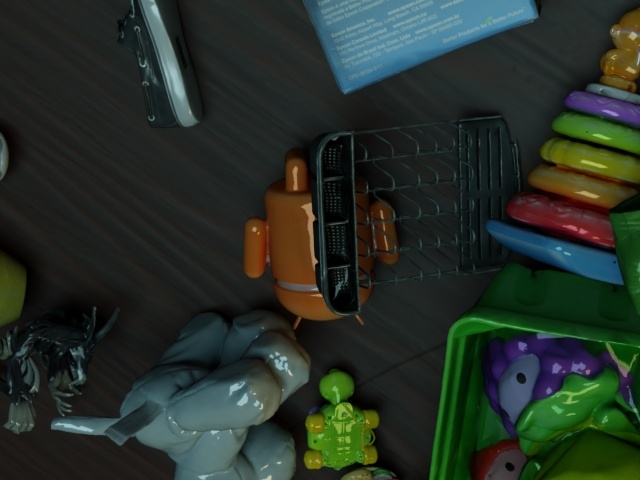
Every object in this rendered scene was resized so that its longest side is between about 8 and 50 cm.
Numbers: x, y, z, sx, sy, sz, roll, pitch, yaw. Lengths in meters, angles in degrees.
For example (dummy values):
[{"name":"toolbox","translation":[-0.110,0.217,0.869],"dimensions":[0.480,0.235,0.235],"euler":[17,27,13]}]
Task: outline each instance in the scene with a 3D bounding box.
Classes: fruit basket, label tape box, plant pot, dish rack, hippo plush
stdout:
[{"name":"fruit basket","translation":[0.259,0.256,1.670],"dimensions":[0.283,0.392,0.392],"euler":[10,109,9]},{"name":"label tape box","translation":[0.076,-0.363,1.692],"dimensions":[0.241,0.106,0.333],"euler":[-19,102,16]},{"name":"plant pot","translation":[-0.426,0.061,1.935],"dimensions":[0.095,0.134,0.134],"euler":[9,111,-18]},{"name":"dish rack","translation":[0.114,-0.038,1.740],"dimensions":[0.271,0.074,0.208],"euler":[-8,106,-21]},{"name":"hippo plush","translation":[-0.111,0.246,1.843],"dimensions":[0.234,0.294,0.236],"euler":[3,121,43]}]

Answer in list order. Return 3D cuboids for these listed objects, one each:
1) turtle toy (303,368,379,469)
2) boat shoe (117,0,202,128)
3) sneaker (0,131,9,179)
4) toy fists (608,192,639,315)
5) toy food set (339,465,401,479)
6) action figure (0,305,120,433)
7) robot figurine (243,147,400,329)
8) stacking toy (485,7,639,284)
[{"name":"turtle toy","translation":[0.022,0.226,1.906],"dimensions":[0.095,0.066,0.130],"euler":[-2,108,-14]},{"name":"boat shoe","translation":[-0.205,-0.239,1.814],"dimensions":[0.076,0.080,0.228],"euler":[-11,112,14]},{"name":"sneaker","translation":[-0.527,-0.100,1.902],"dimensions":[0.281,0.115,0.105],"euler":[3,107,12]},{"name":"toy fists","translation":[0.425,-0.002,1.653],"dimensions":[0.096,0.279,0.142],"euler":[-5,105,48]},{"name":"toy food set","translation":[0.060,0.312,1.930],"dimensions":[0.082,0.020,0.083],"euler":[2,137,-15]},{"name":"action figure","translation":[-0.366,0.168,1.932],"dimensions":[0.276,0.164,0.141],"euler":[-19,85,27]},{"name":"robot figurine","translation":[-0.002,0.000,1.811],"dimensions":[0.128,0.158,0.219],"euler":[13,114,48]},{"name":"stacking toy","translation":[0.314,-0.113,1.705],"dimensions":[0.175,0.166,0.302],"euler":[12,96,-27]}]
